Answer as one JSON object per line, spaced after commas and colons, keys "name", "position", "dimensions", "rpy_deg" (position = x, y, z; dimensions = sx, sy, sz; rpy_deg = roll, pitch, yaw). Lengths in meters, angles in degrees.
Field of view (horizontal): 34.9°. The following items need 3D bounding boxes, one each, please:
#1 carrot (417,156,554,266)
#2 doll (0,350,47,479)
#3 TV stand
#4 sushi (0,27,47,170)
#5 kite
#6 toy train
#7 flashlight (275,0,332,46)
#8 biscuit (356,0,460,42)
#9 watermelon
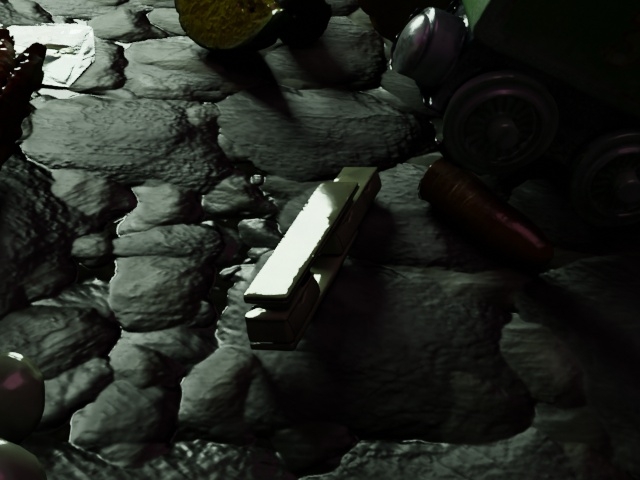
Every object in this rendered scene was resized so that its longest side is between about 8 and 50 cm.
{"name": "carrot", "position": [0.142, -0.020, 0.871], "dimensions": [0.048, 0.048, 0.139], "rpy_deg": [-19, 45, -33]}
{"name": "doll", "position": [-0.242, 0.111, 0.512], "dimensions": [0.228, 0.154, 0.258], "rpy_deg": [-41, 62, -2]}
{"name": "TV stand", "position": [0.000, 0.000, 0.820], "dimensions": [0.036, 0.042, 0.249], "rpy_deg": [-2, 30, 22]}
{"name": "sushi", "position": [-0.329, -0.079, 0.793], "dimensions": [0.130, 0.124, 0.332], "rpy_deg": [21, 35, 0]}
{"name": "kite", "position": [-0.357, -0.207, 1.055], "dimensions": [0.245, 0.015, 0.141], "rpy_deg": [6, 33, -5]}
{"name": "toy train", "position": [0.232, -0.164, 0.889], "dimensions": [0.307, 0.249, 0.173], "rpy_deg": [22, 33, -18]}
{"name": "flashlight", "position": [-0.052, -0.312, 1.203], "dimensions": [0.093, 0.093, 0.232], "rpy_deg": [-3, 40, -15]}
{"name": "biscuit", "position": [0.179, -0.255, 1.039], "dimensions": [0.296, 0.296, 0.102], "rpy_deg": [3, 78, -7]}
{"name": "watermelon", "position": [-0.111, -0.248, 1.101], "dimensions": [0.075, 0.092, 0.181], "rpy_deg": [-26, 55, -20]}
